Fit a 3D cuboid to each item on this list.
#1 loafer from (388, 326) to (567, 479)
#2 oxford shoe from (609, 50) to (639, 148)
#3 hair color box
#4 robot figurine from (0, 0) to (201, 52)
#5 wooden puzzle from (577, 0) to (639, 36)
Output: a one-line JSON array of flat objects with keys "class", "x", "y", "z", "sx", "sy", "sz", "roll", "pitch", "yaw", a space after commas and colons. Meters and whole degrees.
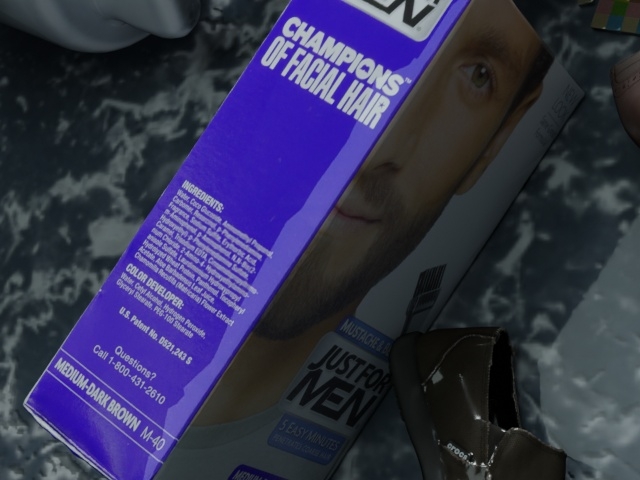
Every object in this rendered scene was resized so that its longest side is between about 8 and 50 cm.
[{"class": "loafer", "x": 0.102, "y": 0.139, "z": 0.888, "sx": 0.078, "sy": 0.080, "sz": 0.220, "roll": -26, "pitch": 64, "yaw": 17}, {"class": "oxford shoe", "x": 0.284, "y": -0.138, "z": 0.886, "sx": 0.271, "sy": 0.097, "sz": 0.098, "roll": -33, "pitch": 56, "yaw": 13}, {"class": "hair color box", "x": 0.000, "y": 0.000, "z": 0.925, "sx": 0.110, "sy": 0.185, "sz": 0.338, "roll": 32, "pitch": 89, "yaw": 30}, {"class": "robot figurine", "x": -0.211, "y": -0.254, "z": 1.103, "sx": 0.353, "sy": 0.199, "sz": 0.300, "roll": 22, "pitch": 56, "yaw": 30}, {"class": "wooden puzzle", "x": 0.199, "y": -0.150, "z": 0.980, "sx": 0.083, "sy": 0.006, "sz": 0.049, "roll": 14, "pitch": 80, "yaw": 29}]
